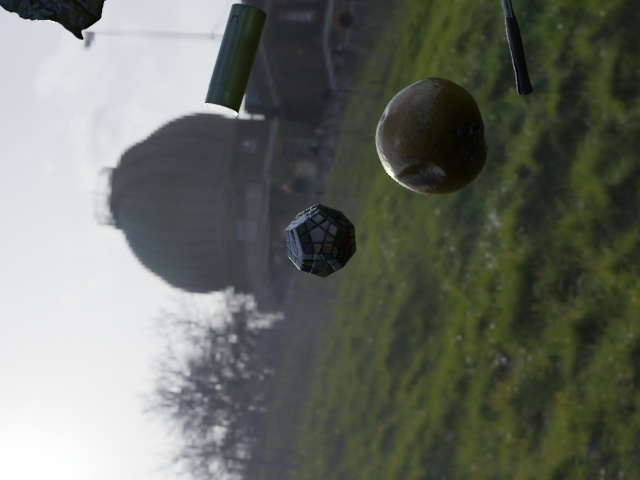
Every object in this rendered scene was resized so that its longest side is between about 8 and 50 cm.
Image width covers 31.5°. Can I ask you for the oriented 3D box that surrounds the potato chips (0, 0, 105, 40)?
[{"bbox_3d":[-0.299,-0.266,1.108,0.092,0.207,0.028,-59,-11,-23],"label":"potato chips"}]

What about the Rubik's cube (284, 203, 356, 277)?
[{"bbox_3d":[0.000,0.000,1.709,0.093,0.111,0.111,63,-147,-80],"label":"Rubik's cube"}]

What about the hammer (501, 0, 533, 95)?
[{"bbox_3d":[0.328,-0.363,1.916,0.029,0.103,0.246,-41,-60,-48],"label":"hammer"}]

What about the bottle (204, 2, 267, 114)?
[{"bbox_3d":[-0.162,-0.345,2.159,0.072,0.072,0.202,43,-118,-77],"label":"bottle"}]

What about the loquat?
[{"bbox_3d":[0.201,-0.179,2.039,0.213,0.213,0.213,5,-90,-80],"label":"loquat"}]
